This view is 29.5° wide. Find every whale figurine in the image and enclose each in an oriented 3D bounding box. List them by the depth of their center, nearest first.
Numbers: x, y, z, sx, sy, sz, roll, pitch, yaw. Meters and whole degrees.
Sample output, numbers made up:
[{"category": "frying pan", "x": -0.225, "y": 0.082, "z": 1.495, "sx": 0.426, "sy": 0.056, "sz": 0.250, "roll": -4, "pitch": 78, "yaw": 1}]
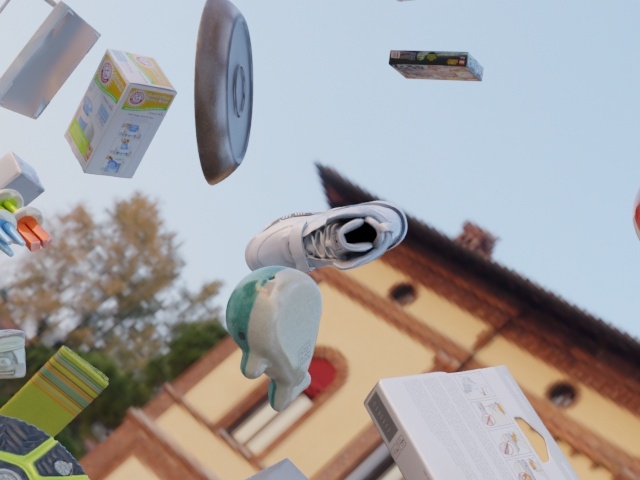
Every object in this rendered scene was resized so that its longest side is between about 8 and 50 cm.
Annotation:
[{"category": "whale figurine", "x": -0.085, "y": 0.168, "z": 2.134, "sx": 0.141, "sy": 0.216, "sz": 0.272, "roll": 18, "pitch": -47, "yaw": 29}]

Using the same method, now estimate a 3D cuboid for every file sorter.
[{"category": "file sorter", "x": -0.514, "y": -0.339, "z": 2.023, "sx": 0.173, "sy": 0.193, "sz": 0.277, "roll": 37, "pitch": 0, "yaw": -1}]

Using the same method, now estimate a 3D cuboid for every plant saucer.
[{"category": "plant saucer", "x": -0.150, "y": -0.243, "z": 1.956, "sx": 0.050, "sy": 0.310, "sz": 0.310, "roll": 2, "pitch": -35, "yaw": 7}]

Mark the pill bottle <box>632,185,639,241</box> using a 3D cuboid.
[{"category": "pill bottle", "x": 0.541, "y": -0.117, "z": 1.500, "sx": 0.210, "sy": 0.210, "sz": 0.363, "roll": 41, "pitch": -33, "yaw": 21}]

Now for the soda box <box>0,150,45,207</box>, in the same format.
[{"category": "soda box", "x": -0.616, "y": -0.063, "z": 2.221, "sx": 0.069, "sy": 0.216, "sz": 0.074, "roll": 55, "pitch": 6, "yaw": 37}]

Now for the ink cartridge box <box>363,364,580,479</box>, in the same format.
[{"category": "ink cartridge box", "x": 0.222, "y": 0.302, "z": 1.690, "sx": 0.275, "sy": 0.239, "sz": 0.060, "roll": 60, "pitch": -44, "yaw": 34}]

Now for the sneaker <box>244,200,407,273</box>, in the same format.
[{"category": "sneaker", "x": 0.000, "y": 0.000, "z": 2.591, "sx": 0.210, "sy": 0.366, "sz": 0.137, "roll": -31, "pitch": 108, "yaw": -81}]

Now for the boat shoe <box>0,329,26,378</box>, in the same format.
[{"category": "boat shoe", "x": -0.658, "y": 0.228, "z": 2.127, "sx": 0.109, "sy": 0.302, "sz": 0.098, "roll": 5, "pitch": -79, "yaw": 50}]

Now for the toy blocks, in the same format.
[{"category": "toy blocks", "x": -0.373, "y": -0.017, "z": 1.454, "sx": 0.148, "sy": 0.054, "sz": 0.123, "roll": 37, "pitch": 9, "yaw": 39}]

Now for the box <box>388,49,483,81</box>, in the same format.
[{"category": "box", "x": 0.192, "y": -0.290, "z": 2.016, "sx": 0.137, "sy": 0.027, "sz": 0.094, "roll": 5, "pitch": -6, "yaw": 25}]

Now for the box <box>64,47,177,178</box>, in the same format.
[{"category": "box", "x": -0.360, "y": -0.227, "z": 2.181, "sx": 0.203, "sy": 0.103, "sz": 0.114, "roll": -57, "pitch": -131, "yaw": 28}]

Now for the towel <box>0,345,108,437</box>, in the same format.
[{"category": "towel", "x": -0.474, "y": 0.284, "z": 2.069, "sx": 0.102, "sy": 0.237, "sz": 0.021, "roll": 43, "pitch": 16, "yaw": -15}]

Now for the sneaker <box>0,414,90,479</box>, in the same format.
[{"category": "sneaker", "x": -0.407, "y": 0.274, "z": 1.385, "sx": 0.385, "sy": 0.145, "sz": 0.147, "roll": 35, "pitch": -64, "yaw": 14}]

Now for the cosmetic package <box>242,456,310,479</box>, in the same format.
[{"category": "cosmetic package", "x": -0.124, "y": 0.485, "z": 2.097, "sx": 0.107, "sy": 0.238, "sz": 0.127, "roll": 40, "pitch": -54, "yaw": 25}]
